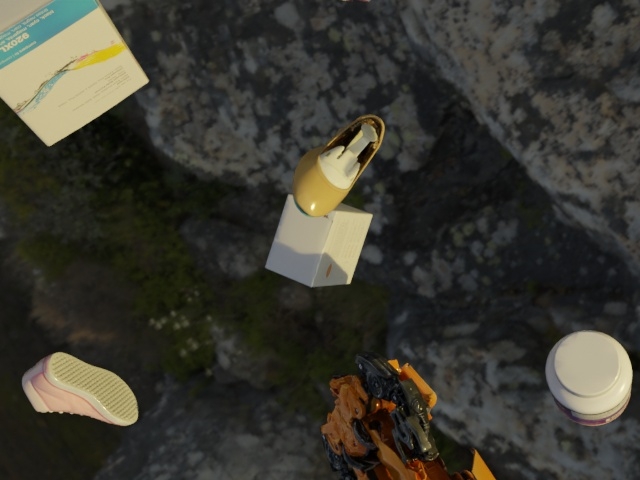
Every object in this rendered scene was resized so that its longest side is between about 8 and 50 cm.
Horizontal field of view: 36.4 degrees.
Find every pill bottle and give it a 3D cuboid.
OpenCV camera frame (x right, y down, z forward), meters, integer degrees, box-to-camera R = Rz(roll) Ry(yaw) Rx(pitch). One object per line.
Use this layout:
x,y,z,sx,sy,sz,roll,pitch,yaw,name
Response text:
0.351,0.177,1.270,0.108,0.108,0.193,31,173,23,pill bottle

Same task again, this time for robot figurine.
0.097,0.244,0.933,0.291,0.085,0.211,58,145,29,robot figurine

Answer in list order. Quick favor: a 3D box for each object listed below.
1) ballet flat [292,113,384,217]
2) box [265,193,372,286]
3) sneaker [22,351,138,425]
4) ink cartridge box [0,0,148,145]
0.028,-0.113,1.325,0.080,0.232,0.073,45,126,-10,ballet flat
0.000,0.000,1.605,0.091,0.170,0.130,21,97,22,box
-0.268,0.170,1.073,0.070,0.051,0.134,-26,133,29,sneaker
-0.359,-0.270,1.236,0.171,0.168,0.232,55,177,24,ink cartridge box
